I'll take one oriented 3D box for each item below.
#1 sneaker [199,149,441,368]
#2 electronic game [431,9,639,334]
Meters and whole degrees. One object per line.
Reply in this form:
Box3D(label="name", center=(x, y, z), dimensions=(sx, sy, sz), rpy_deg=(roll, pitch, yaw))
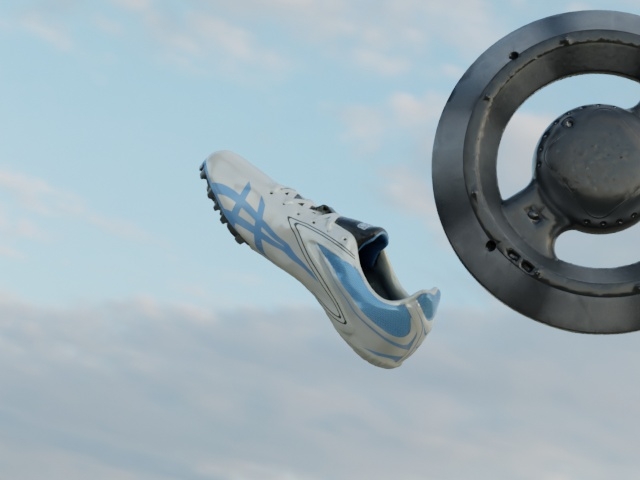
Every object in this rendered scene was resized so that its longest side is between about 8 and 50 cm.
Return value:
Box3D(label="sneaker", center=(0.000, 0.000, 1.371), dimensions=(0.237, 0.086, 0.085), rpy_deg=(42, 14, 20))
Box3D(label="electronic game", center=(0.190, -0.048, 1.186), dimensions=(0.229, 0.229, 0.048), rpy_deg=(12, -13, 6))
